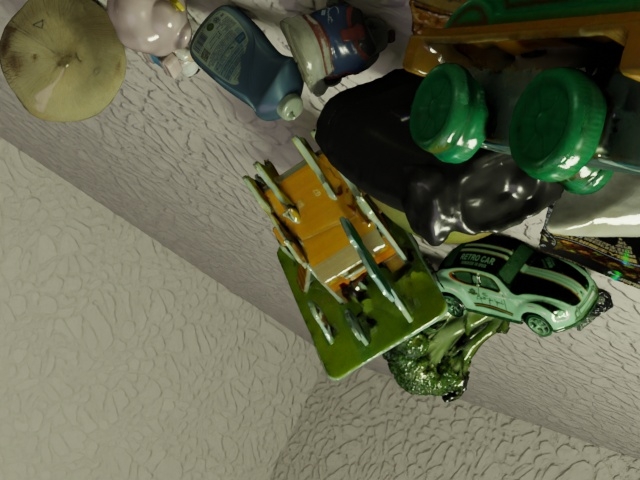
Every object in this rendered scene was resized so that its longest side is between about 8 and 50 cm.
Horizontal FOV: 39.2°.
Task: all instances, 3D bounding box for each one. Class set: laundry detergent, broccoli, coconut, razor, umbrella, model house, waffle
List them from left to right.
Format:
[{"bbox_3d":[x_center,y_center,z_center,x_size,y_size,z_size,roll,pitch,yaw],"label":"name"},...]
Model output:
[{"bbox_3d":[-0.417,-0.297,1.456,0.224,0.224,0.224,25,166,7],"label":"coconut"},{"bbox_3d":[-0.088,-0.226,1.193,0.206,0.096,0.061,47,-177,30],"label":"laundry detergent"},{"bbox_3d":[0.000,0.000,1.436,0.313,0.243,0.357,46,-165,-46],"label":"model house"},{"bbox_3d":[0.128,-0.104,1.030,0.327,0.189,0.107,46,156,58],"label":"razor"},{"bbox_3d":[0.236,0.155,1.820,0.284,0.321,0.303,-21,123,23],"label":"broccoli"},{"bbox_3d":[0.155,-0.224,0.997,0.103,0.042,0.148,21,165,16],"label":"waffle"},{"bbox_3d":[0.490,0.132,1.662,0.046,0.050,0.188,46,170,12],"label":"umbrella"}]

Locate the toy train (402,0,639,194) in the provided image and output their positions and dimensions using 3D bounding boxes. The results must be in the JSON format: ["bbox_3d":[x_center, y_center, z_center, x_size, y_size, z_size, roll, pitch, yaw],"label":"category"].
[{"bbox_3d":[0.219,-0.163,0.713,0.178,0.249,0.429,11,-174,-23],"label":"toy train"}]

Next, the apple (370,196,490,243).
[{"bbox_3d":[0.180,-0.078,1.343,0.265,0.120,0.193,28,157,-17],"label":"apple"}]

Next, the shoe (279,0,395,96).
[{"bbox_3d":[0.024,-0.246,1.099,0.099,0.126,0.227,64,-173,-6],"label":"shoe"}]

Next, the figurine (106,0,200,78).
[{"bbox_3d":[-0.230,-0.302,1.272,0.137,0.112,0.229,46,174,21],"label":"figurine"}]

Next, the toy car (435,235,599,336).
[{"bbox_3d":[0.325,0.064,1.562,0.306,0.136,0.125,11,138,45],"label":"toy car"}]

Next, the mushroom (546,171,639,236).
[{"bbox_3d":[0.450,-0.029,0.913,0.397,0.177,0.126,19,-179,17],"label":"mushroom"}]

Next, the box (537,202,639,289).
[{"bbox_3d":[0.396,-0.036,1.155,0.198,0.084,0.310,22,165,15],"label":"box"}]
